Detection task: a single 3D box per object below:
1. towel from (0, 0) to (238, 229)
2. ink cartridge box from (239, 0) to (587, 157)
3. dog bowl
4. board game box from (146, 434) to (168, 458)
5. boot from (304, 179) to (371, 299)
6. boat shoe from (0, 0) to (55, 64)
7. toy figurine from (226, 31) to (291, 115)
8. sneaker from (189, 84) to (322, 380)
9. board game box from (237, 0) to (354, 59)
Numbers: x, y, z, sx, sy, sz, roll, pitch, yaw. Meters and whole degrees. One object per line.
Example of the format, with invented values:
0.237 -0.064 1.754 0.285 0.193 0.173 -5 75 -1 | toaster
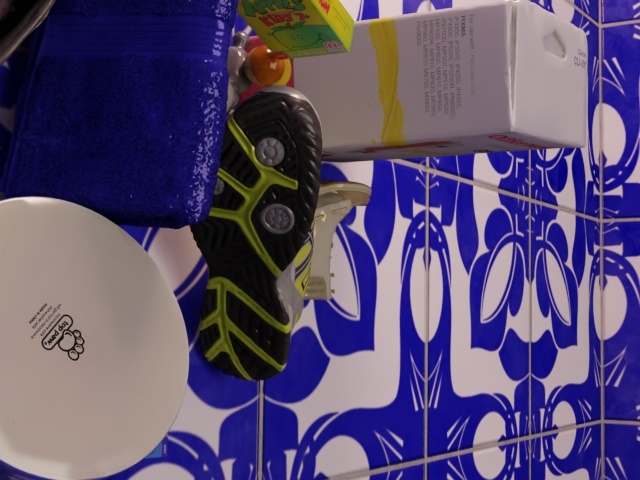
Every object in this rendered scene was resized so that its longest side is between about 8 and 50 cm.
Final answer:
-0.196 -0.168 1.053 0.076 0.227 0.308 28 65 -67 | towel
0.125 -0.194 1.431 0.279 0.384 0.160 -1 89 -58 | ink cartridge box
-0.252 0.098 0.970 0.265 0.104 0.265 21 55 -34 | dog bowl
-0.240 0.152 1.137 0.210 0.047 0.160 9 81 -57 | board game box
0.000 0.000 1.514 0.213 0.077 0.165 -8 95 -53 | boot
-0.342 -0.169 0.939 0.335 0.095 0.112 -59 136 -42 | boat shoe
-0.139 -0.240 1.227 0.209 0.148 0.213 -35 117 -54 | toy figurine
-0.074 -0.018 1.286 0.147 0.145 0.385 -72 175 -54 | sneaker
-0.042 -0.261 1.172 0.181 0.092 0.043 42 52 -57 | board game box
